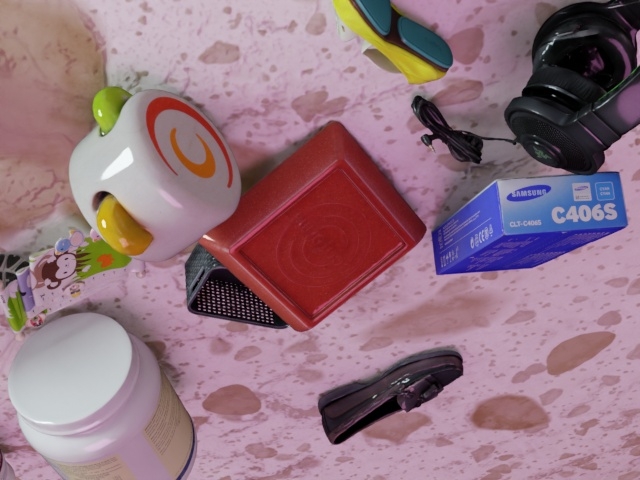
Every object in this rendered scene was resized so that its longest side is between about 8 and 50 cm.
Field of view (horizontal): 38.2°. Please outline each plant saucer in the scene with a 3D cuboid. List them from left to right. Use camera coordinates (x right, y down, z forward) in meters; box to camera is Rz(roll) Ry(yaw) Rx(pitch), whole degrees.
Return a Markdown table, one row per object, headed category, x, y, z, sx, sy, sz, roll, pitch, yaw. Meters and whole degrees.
| category | x | y | z | sx | sy | sz | roll | pitch | yaw |
| --- | --- | --- | --- | --- | --- | --- | --- | --- | --- |
| plant saucer | 0.000 | 0.000 | 1.325 | 0.259 | 0.047 | 0.258 | -38 | 126 | 7 |

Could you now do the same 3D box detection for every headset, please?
| category | x | y | z | sx | sy | sz | roll | pitch | yaw |
| --- | --- | --- | --- | --- | --- | --- | --- | --- | --- |
| headset | 0.285 | -0.196 | 1.118 | 0.185 | 0.243 | 0.394 | 38 | 143 | -14 |

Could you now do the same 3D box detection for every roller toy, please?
| category | x | y | z | sx | sy | sz | roll | pitch | yaw |
| --- | --- | --- | --- | --- | --- | --- | --- | --- | --- |
| roller toy | -0.208 | -0.075 | 1.157 | 0.146 | 0.209 | 0.191 | -34 | 155 | 27 |

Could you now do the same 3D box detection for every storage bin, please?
| category | x | y | z | sx | sy | sz | roll | pitch | yaw |
| --- | --- | --- | --- | --- | --- | --- | --- | --- | --- |
| storage bin | -0.108 | 0.059 | 1.427 | 0.180 | 0.084 | 0.122 | 12 | 135 | -26 |

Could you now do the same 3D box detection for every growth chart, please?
| category | x | y | z | sx | sy | sz | roll | pitch | yaw |
| --- | --- | --- | --- | --- | --- | --- | --- | --- | --- |
| growth chart | -0.362 | 0.049 | 1.355 | 0.237 | 0.021 | 0.172 | -27 | 147 | -14 |

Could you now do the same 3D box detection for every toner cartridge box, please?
| category | x | y | z | sx | sy | sz | roll | pitch | yaw |
| --- | --- | --- | --- | --- | --- | --- | --- | --- | --- |
| toner cartridge box | 0.277 | -0.016 | 1.301 | 0.165 | 0.075 | 0.348 | -5 | 170 | -8 |

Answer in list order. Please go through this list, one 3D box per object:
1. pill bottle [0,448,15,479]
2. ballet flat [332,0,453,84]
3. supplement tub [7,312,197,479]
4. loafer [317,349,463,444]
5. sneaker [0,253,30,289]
| category | x | y | z | sx | sy | sz | roll | pitch | yaw |
| --- | --- | --- | --- | --- | --- | --- | --- | --- | --- |
| pill bottle | -0.655 | 0.404 | 1.693 | 0.121 | 0.121 | 0.221 | -13 | 140 | 4 |
| ballet flat | 0.067 | -0.253 | 1.106 | 0.077 | 0.077 | 0.231 | -20 | 144 | 37 |
| supplement tub | -0.354 | 0.290 | 1.531 | 0.235 | 0.235 | 0.325 | -12 | 140 | 3 |
| loafer | 0.140 | 0.305 | 1.762 | 0.303 | 0.095 | 0.109 | -24 | 139 | 16 |
| sneaker | -0.492 | 0.069 | 1.389 | 0.170 | 0.068 | 0.071 | -15 | 156 | 20 |
